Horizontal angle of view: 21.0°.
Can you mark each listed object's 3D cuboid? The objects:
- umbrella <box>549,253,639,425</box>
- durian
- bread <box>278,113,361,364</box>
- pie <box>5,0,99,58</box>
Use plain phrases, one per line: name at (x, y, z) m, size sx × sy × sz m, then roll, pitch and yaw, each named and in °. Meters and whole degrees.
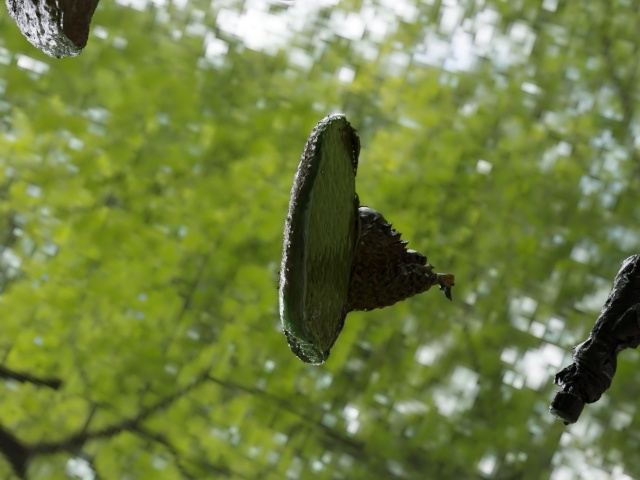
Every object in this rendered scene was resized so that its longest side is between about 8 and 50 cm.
umbrella at (0.341, 0.121, 2.029) m, size 0.224 × 0.071 × 0.080 m, roll -55°, pitch 0°, yaw -21°
durian at (0.061, 0.023, 2.319) m, size 0.193 × 0.237 × 0.138 m, roll -152°, pitch 60°, yaw -82°
bread at (0.001, -0.006, 1.979) m, size 0.301 × 0.045 × 0.301 m, roll 7°, pitch -90°, yaw -78°
pie at (-0.245, -0.251, 1.570) m, size 0.079 × 0.193 × 0.163 m, roll -2°, pitch -48°, yaw -29°
